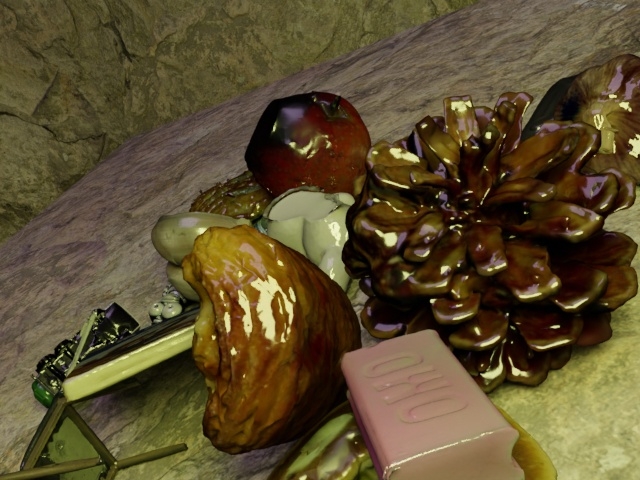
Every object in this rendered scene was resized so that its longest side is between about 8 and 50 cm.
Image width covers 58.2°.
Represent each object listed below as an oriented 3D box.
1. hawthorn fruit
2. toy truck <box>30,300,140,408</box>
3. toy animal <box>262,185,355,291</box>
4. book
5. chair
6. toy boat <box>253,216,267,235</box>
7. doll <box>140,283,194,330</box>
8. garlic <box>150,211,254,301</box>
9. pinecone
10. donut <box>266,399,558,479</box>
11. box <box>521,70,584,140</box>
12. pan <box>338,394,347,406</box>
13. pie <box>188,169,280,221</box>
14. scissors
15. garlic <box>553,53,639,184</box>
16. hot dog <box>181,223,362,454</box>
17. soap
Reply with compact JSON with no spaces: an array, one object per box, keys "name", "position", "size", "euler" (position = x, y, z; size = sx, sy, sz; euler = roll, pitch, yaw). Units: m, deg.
[{"name":"hawthorn fruit","position":[-0.029,-0.211,1.378],"size":[0.315,0.316,0.316],"euler":[-22,27,12]},{"name":"toy truck","position":[-0.498,0.249,1.224],"size":[0.242,0.101,0.125],"euler":[-47,-5,-30]},{"name":"toy animal","position":[0.003,-0.005,1.163],"size":[0.208,0.154,0.325],"euler":[-36,32,-2]},{"name":"book","position":[-0.277,0.170,1.007],"size":[0.300,0.039,0.428],"euler":[-24,2,-19]},{"name":"chair","position":[-0.370,0.342,0.859],"size":[0.272,0.188,0.166],"euler":[-18,27,12]},{"name":"toy boat","position":[-0.117,-0.052,1.484],"size":[0.149,0.034,0.105],"euler":[-37,29,-18]},{"name":"doll","position":[-0.331,0.144,1.300],"size":[0.091,0.067,0.219],"euler":[2,36,12]},{"name":"garlic","position":[-0.245,0.017,1.254],"size":[0.291,0.210,0.237],"euler":[-5,19,9]},{"name":"pinecone","position":[0.224,-0.014,0.775],"size":[0.397,0.398,0.398],"euler":[-22,27,12]},{"name":"donut","position":[0.080,0.294,0.575],"size":[0.330,0.160,0.330],"euler":[-17,18,6]},{"name":"box","position":[0.582,-0.272,1.182],"size":[0.290,0.073,0.289],"euler":[1,39,44]},{"name":"pan","position":[-0.005,0.196,0.945],"size":[0.136,0.028,0.235],"euler":[-26,30,1]},{"name":"pie","position":[-0.224,-0.108,1.607],"size":[0.288,0.103,0.354],"euler":[-38,28,-20]},{"name":"scissors","position":[-0.479,0.264,1.080],"size":[0.300,0.022,0.109],"euler":[-67,20,5]},{"name":"garlic","position":[0.507,-0.207,0.979],"size":[0.245,0.160,0.245],"euler":[-16,69,47]},{"name":"hot dog","position":[-0.056,0.118,0.716],"size":[0.174,0.267,0.387],"euler":[-7,-14,12]},{"name":"soap","position":[0.097,0.169,0.567],"size":[0.122,0.066,0.203],"euler":[-16,18,-6]}]
